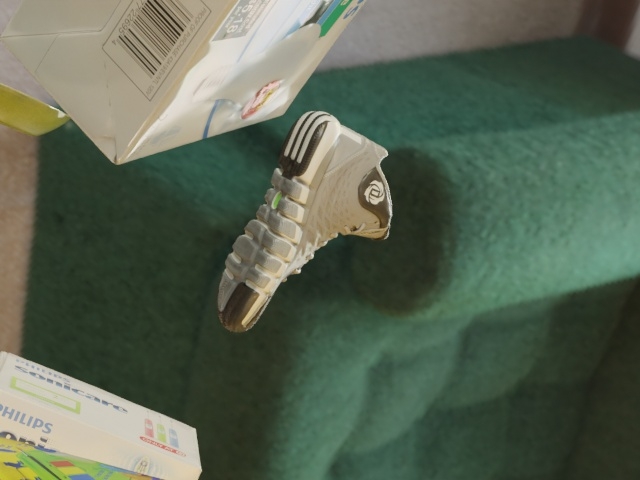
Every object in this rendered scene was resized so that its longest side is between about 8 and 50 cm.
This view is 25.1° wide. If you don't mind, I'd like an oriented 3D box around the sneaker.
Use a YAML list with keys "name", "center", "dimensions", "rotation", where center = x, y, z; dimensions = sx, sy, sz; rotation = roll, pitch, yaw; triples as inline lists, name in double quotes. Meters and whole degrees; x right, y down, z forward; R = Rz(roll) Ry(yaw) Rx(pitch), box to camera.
- name: "sneaker"
  center: [0.000, 0.000, 1.381]
  dimensions: [0.132, 0.086, 0.229]
  rotation: [20, 102, -30]

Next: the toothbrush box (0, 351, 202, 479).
- name: "toothbrush box"
  center: [-0.262, 0.279, 1.342]
  dimensions: [0.206, 0.122, 0.283]
  rotation: [25, 96, -12]

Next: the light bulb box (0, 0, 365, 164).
- name: "light bulb box"
  center: [-0.116, -0.312, 1.681]
  dimensions: [0.358, 0.225, 0.361]
  rotation: [-50, 166, 32]

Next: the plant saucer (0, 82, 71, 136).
- name: "plant saucer"
  center: [-0.376, -0.160, 1.486]
  dimensions: [0.241, 0.241, 0.037]
  rotation: [23, 89, -52]

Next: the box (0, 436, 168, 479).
- name: "box"
  center: [-0.188, 0.227, 0.815]
  dimensions: [0.290, 0.279, 0.177]
  rotation: [-55, 160, -87]
